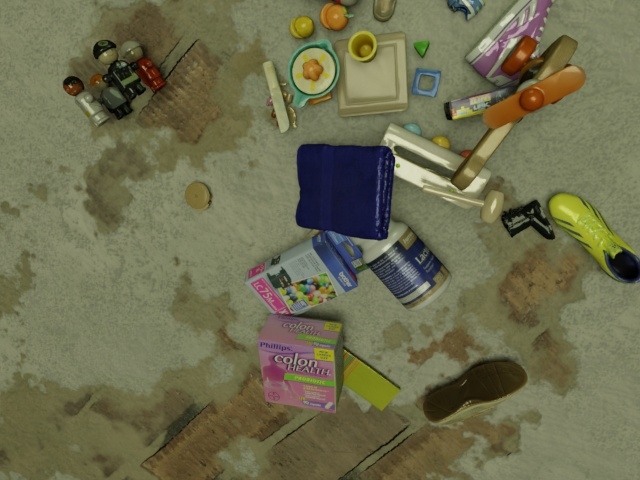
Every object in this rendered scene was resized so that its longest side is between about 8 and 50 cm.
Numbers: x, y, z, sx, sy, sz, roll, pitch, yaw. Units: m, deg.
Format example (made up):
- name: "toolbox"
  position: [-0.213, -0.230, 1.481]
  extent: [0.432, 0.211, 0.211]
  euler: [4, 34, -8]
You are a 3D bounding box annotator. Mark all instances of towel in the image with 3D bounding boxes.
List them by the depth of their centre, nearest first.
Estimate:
- name: "towel"
  position: [0.057, -0.128, 1.199]
  extent: [0.308, 0.076, 0.227]
  euler: [13, 105, 47]
- name: "towel"
  position: [0.117, 0.409, 1.425]
  extent: [0.237, 0.021, 0.102]
  euler: [36, 111, -1]

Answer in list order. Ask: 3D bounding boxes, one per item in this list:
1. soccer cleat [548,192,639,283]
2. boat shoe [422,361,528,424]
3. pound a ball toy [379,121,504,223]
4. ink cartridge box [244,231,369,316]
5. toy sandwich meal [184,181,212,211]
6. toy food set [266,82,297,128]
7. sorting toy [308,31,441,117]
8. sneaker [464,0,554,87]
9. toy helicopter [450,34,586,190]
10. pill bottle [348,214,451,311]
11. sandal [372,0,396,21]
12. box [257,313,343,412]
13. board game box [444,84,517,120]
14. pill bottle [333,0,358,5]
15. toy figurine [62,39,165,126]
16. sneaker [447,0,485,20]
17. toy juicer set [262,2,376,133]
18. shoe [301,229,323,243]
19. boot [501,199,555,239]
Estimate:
- name: "soccer cleat"
  position: [0.691, -0.009, 1.180]
  extent: [0.289, 0.121, 0.093]
  euler: [45, 106, -2]
- name: "boat shoe"
  position: [0.441, 0.439, 1.343]
  extent: [0.302, 0.109, 0.098]
  euler: [-32, 135, 14]
- name: "pound a ball toy"
  position: [0.296, -0.181, 1.162]
  extent: [0.319, 0.208, 0.135]
  euler: [26, 106, 4]
- name: "ink cartridge box"
  position: [-0.031, 0.097, 1.324]
  extent: [0.311, 0.065, 0.185]
  euler: [-28, 121, 12]
- name: "toy sandwich meal"
  position: [-0.352, -0.128, 1.375]
  extent: [0.086, 0.029, 0.085]
  euler: [2, 100, 12]
- name: "toy food set"
  position: [-0.107, -0.361, 1.286]
  extent: [0.078, 0.019, 0.122]
  euler: [-5, 109, 11]
- name: "sorting toy"
  position: [0.130, -0.420, 1.216]
  extent: [0.348, 0.047, 0.195]
  euler: [-2, 98, 14]
- name: "sneaker"
  position: [0.498, -0.492, 1.120]
  extent: [0.161, 0.102, 0.282]
  euler: [40, 116, -5]
- name: "toy helicopter"
  position: [0.391, -0.250, 0.969]
  extent: [0.140, 0.235, 0.355]
  euler: [34, 106, -1]
- name: "pill bottle"
  position: [0.206, 0.046, 1.256]
  extent: [0.153, 0.153, 0.264]
  euler: [-42, 94, 15]
- name: "sandal"
  position: [0.162, -0.635, 1.162]
  extent: [0.072, 0.049, 0.180]
  euler: [7, 104, 8]
- name: "box"
  position: [-0.050, 0.348, 1.347]
  extent: [0.214, 0.117, 0.242]
  euler: [6, 120, 12]
- name: "board game box"
  position: [0.392, -0.332, 1.146]
  extent: [0.170, 0.141, 0.048]
  euler: [-11, 101, 11]
- name: "pill bottle"
  position: [-0.037, -0.690, 1.114]
  extent: [0.323, 0.181, 0.181]
  euler: [21, 105, 4]
- name: "toy figurine"
  position: [-0.543, -0.417, 1.246]
  extent: [0.210, 0.213, 0.148]
  euler: [-29, 109, 19]
- name: "sneaker"
  position: [0.325, -0.591, 1.144]
  extent: [0.144, 0.053, 0.059]
  euler: [37, 108, 1]
- name: "toy juicer set"
  position: [-0.038, -0.451, 1.183]
  extent: [0.329, 0.089, 0.209]
  euler: [-35, 87, 17]
- name: "shoe"
  position: [0.000, 0.000, 1.336]
  extent: [0.077, 0.058, 0.219]
  euler: [33, 111, -21]
- name: "boot"
  position: [0.539, -0.038, 1.238]
  extent: [0.099, 0.045, 0.121]
  euler: [-27, 90, 12]
